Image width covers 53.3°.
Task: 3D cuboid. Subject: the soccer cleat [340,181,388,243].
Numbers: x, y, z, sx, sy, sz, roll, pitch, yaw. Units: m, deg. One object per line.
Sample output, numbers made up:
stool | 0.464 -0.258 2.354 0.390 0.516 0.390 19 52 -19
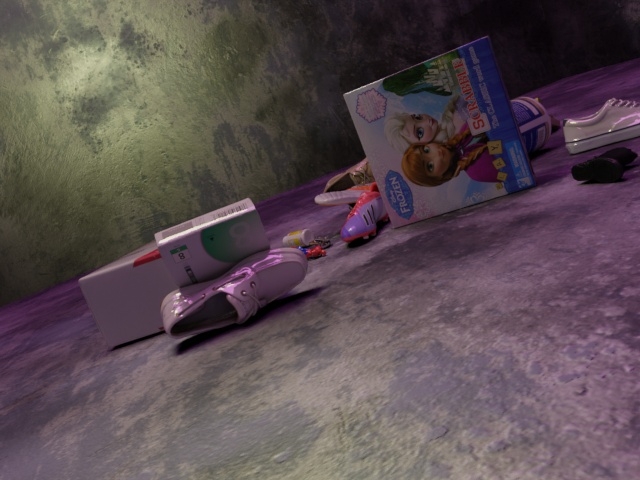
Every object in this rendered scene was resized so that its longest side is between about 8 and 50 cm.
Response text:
soccer cleat | 0.101 -0.064 1.476 0.083 0.095 0.248 -15 11 31

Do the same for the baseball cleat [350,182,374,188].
baseball cleat | 0.148 -0.146 1.906 0.110 0.072 0.206 -16 13 -6

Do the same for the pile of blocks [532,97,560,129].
pile of blocks | 0.559 -0.389 1.909 0.362 0.112 0.149 -4 -7 -25

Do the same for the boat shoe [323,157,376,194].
boat shoe | 0.143 -0.220 2.242 0.302 0.109 0.098 -23 13 27

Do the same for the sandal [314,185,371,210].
sandal | 0.096 -0.094 1.664 0.265 0.076 0.102 -10 18 -33

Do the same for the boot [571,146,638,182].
boot | 0.522 -0.137 1.138 0.099 0.045 0.121 -21 8 -16

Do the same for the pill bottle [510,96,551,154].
pill bottle | 0.452 -0.261 1.637 0.265 0.153 0.153 -26 11 -28

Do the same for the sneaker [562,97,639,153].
sneaker | 0.670 -0.273 1.415 0.258 0.091 0.094 -17 10 23

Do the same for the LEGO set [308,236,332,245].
LEGO set | 0.002 0.000 1.487 0.054 0.023 0.083 3 2 3

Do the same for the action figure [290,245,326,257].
action figure | -0.030 0.028 1.449 0.115 0.030 0.038 -4 25 46

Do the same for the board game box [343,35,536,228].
board game box | 0.251 -0.219 1.350 0.318 0.318 0.066 -18 10 23

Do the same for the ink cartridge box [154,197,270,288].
ink cartridge box | -0.173 0.051 1.159 0.181 0.224 0.056 -22 35 -6

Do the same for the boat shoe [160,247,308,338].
boat shoe | -0.142 0.103 1.116 0.277 0.098 0.096 -25 30 -4

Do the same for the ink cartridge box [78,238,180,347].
ink cartridge box | -0.305 0.065 1.436 0.279 0.160 0.384 -19 10 13

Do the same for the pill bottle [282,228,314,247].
pill bottle | -0.058 -0.003 1.629 0.083 0.043 0.043 -11 14 43
